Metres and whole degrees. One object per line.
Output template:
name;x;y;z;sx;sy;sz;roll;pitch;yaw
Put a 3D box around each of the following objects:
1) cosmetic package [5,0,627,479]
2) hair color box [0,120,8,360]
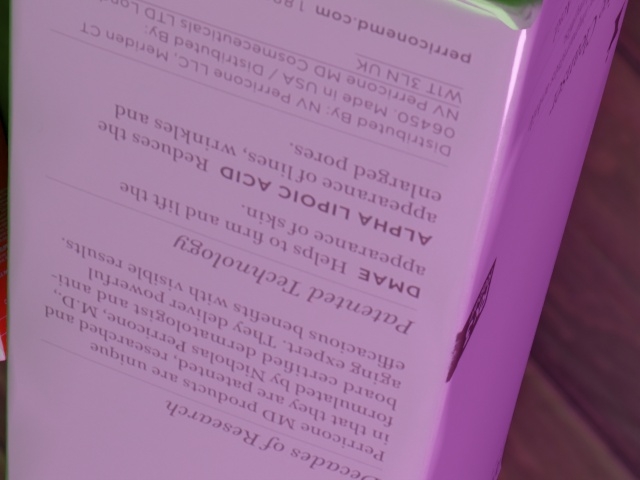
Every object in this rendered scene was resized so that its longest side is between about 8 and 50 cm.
cosmetic package;0.000;0.000;0.672;0.156;0.217;0.385;19;135;13
hair color box;-0.194;-0.026;0.885;0.093;0.053;0.167;-7;104;22
